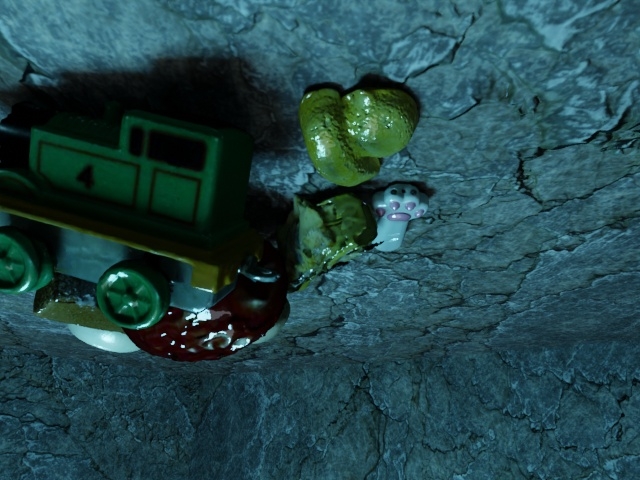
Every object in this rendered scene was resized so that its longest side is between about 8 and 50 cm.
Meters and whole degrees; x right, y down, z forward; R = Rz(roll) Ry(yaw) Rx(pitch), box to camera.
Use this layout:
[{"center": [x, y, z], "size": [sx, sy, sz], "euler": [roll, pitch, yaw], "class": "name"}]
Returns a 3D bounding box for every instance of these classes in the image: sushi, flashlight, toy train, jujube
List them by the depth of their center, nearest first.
[{"center": [-0.247, -0.050, 0.527], "size": [0.430, 0.248, 0.178], "euler": [15, -166, 6], "class": "toy train"}, {"center": [0.128, -0.031, 0.750], "size": [0.093, 0.047, 0.200], "euler": [2, 155, -1], "class": "flashlight"}, {"center": [-0.006, 0.001, 0.767], "size": [0.131, 0.139, 0.291], "euler": [-8, 163, -28], "class": "sushi"}, {"center": [-0.231, 0.095, 0.785], "size": [0.259, 0.257, 0.377], "euler": [22, 158, -37], "class": "jujube"}]

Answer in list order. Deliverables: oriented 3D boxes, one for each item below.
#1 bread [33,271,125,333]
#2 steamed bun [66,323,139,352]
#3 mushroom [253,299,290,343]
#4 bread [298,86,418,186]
[{"center": [-0.431, 0.138, 1.005], "size": [0.113, 0.165, 0.417], "euler": [-34, 143, 20], "class": "bread"}, {"center": [-0.530, 0.181, 1.118], "size": [0.232, 0.144, 0.232], "euler": [26, -176, -2], "class": "steamed bun"}, {"center": [-0.167, 0.136, 0.987], "size": [0.207, 0.206, 0.209], "euler": [4, 137, -3], "class": "mushroom"}, {"center": [0.054, -0.119, 0.550], "size": [0.150, 0.065, 0.187], "euler": [-8, 152, 10], "class": "bread"}]
